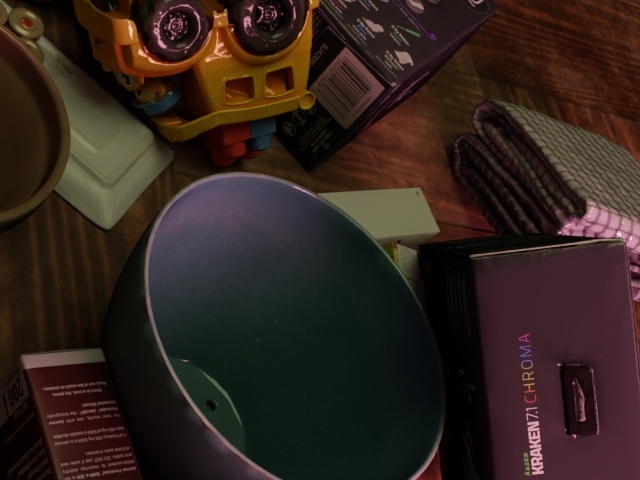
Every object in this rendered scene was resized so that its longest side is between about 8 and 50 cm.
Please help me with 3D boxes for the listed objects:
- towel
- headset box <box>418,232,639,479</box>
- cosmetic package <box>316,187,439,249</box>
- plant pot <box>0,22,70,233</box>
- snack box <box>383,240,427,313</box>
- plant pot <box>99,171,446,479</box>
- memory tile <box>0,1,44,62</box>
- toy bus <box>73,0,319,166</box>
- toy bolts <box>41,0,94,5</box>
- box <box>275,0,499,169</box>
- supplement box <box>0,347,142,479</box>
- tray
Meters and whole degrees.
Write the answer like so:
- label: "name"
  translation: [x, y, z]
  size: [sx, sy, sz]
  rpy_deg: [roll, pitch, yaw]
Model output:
- label: "towel"
  translation: [0.304, -0.034, 1.553]
  size: [0.235, 0.121, 0.284]
  rpy_deg: [16, 27, -32]
- label: "headset box"
  translation: [0.179, 0.120, 1.157]
  size: [0.131, 0.283, 0.246]
  rpy_deg: [-6, 91, -5]
- label: "cosmetic package"
  translation: [0.000, 0.000, 1.330]
  size: [0.239, 0.099, 0.060]
  rpy_deg: [-6, 63, -42]
- label: "plant pot"
  translation: [-0.337, -0.087, 1.106]
  size: [0.237, 0.110, 0.237]
  rpy_deg: [23, 46, -26]
- label: "snack box"
  translation: [0.044, 0.080, 1.272]
  size: [0.037, 0.141, 0.100]
  rpy_deg: [20, 48, -28]
- label: "plant pot"
  translation: [-0.069, 0.117, 1.103]
  size: [0.290, 0.195, 0.290]
  rpy_deg: [25, 44, -27]
- label: "memory tile"
  translation: [-0.322, -0.189, 1.226]
  size: [0.148, 0.012, 0.113]
  rpy_deg: [16, 50, -31]
- label: "toy bus"
  translation: [-0.116, -0.165, 1.310]
  size: [0.220, 0.211, 0.149]
  rpy_deg: [-14, 28, -25]
- label: "toy bolts"
  translation: [-0.193, -0.327, 1.364]
  size: [0.158, 0.218, 0.228]
  rpy_deg: [24, 64, -33]
- label: "box"
  translation: [0.054, -0.221, 1.495]
  size: [0.143, 0.165, 0.270]
  rpy_deg: [48, 42, 1]
- label: "supplement box"
  translation: [-0.184, 0.215, 0.985]
  size: [0.073, 0.130, 0.239]
  rpy_deg: [-2, 60, -39]
- label: "tray"
  translation: [-0.266, -0.140, 1.268]
  size: [0.270, 0.030, 0.145]
  rpy_deg: [41, 41, -7]
